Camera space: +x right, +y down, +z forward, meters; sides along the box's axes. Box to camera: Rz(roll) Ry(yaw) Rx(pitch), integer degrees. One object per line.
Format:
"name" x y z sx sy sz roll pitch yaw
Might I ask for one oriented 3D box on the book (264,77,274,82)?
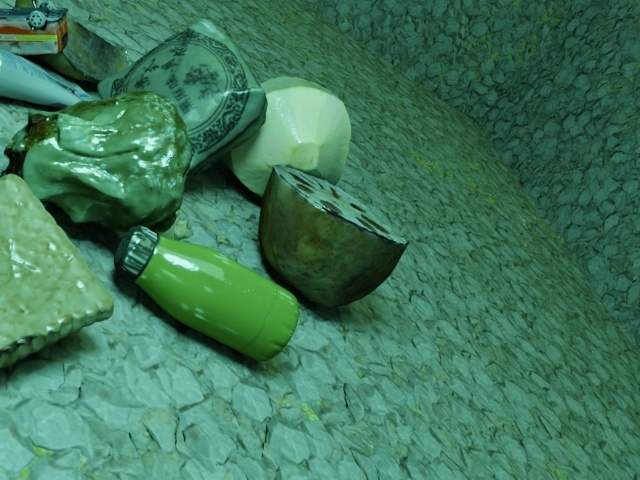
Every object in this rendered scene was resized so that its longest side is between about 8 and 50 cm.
"book" -0.063 -0.214 1.767 0.231 0.161 0.026 45 38 9

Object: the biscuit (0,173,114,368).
"biscuit" -0.379 0.046 0.855 0.217 0.044 0.325 50 31 6

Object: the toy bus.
"toy bus" -0.493 -0.336 1.327 0.174 0.077 0.079 -1 29 -2

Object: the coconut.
"coconut" -0.064 -0.189 1.588 0.259 0.259 0.259 34 23 -17

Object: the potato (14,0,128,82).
"potato" -0.458 -0.331 1.474 0.261 0.100 0.120 32 48 -61

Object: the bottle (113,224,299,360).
"bottle" -0.159 0.068 1.146 0.260 0.112 0.112 31 24 -23

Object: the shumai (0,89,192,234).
"shumai" -0.315 -0.123 1.140 0.218 0.189 0.256 1 24 -48

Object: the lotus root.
"lotus root" 0.000 0.000 1.442 0.272 0.192 0.272 27 20 -10

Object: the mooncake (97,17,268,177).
"mooncake" -0.230 -0.246 1.435 0.254 0.250 0.136 52 -9 23

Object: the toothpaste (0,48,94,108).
"toothpaste" -0.468 -0.255 1.323 0.114 0.073 0.299 40 13 19

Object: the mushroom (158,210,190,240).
"mushroom" -0.229 -0.017 1.230 0.067 0.084 0.083 4 26 2
